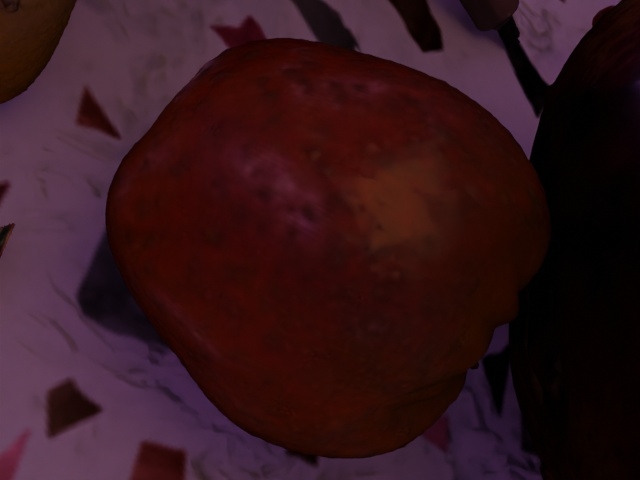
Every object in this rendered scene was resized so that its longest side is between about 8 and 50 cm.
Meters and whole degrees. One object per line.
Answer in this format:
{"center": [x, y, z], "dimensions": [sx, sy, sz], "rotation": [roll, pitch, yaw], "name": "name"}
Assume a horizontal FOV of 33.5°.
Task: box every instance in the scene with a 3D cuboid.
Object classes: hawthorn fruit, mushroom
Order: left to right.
{"center": [0.000, 0.000, 0.463], "dimensions": [0.189, 0.189, 0.189], "rotation": [13, 63, -27], "name": "hawthorn fruit"}
{"center": [0.247, 0.002, 0.495], "dimensions": [0.356, 0.331, 0.334], "rotation": [-37, 125, -7], "name": "mushroom"}

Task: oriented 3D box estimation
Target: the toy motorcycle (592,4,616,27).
{"center": [0.307, -0.059, 0.721], "dimensions": [0.171, 0.089, 0.298], "rotation": [-39, 91, -36], "name": "toy motorcycle"}

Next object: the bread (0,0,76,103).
{"center": [-0.222, -0.124, 0.429], "dimensions": [0.246, 0.094, 0.102], "rotation": [9, 56, -29], "name": "bread"}

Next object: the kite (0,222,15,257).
{"center": [-0.205, 0.030, 0.420], "dimensions": [0.183, 0.010, 0.160], "rotation": [-16, 82, -32], "name": "kite"}

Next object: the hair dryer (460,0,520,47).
{"center": [0.081, -0.191, 0.645], "dimensions": [0.181, 0.117, 0.064], "rotation": [49, 49, -29], "name": "hair dryer"}
